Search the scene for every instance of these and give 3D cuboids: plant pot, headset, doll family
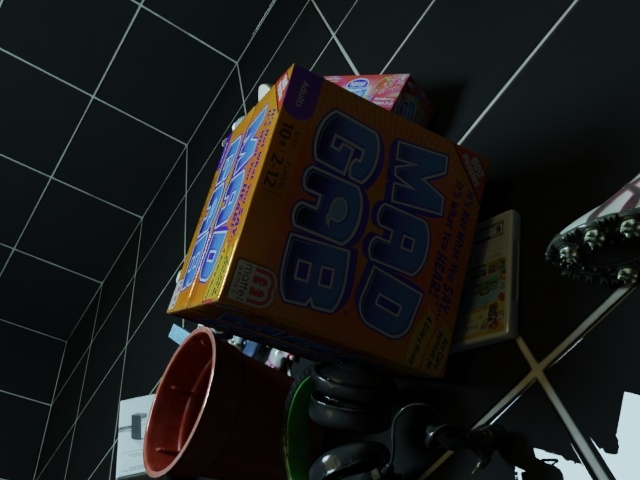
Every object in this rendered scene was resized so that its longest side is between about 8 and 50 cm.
[{"bbox_3d":[-0.148,0.334,1.193,0.272,0.265,0.273,-44,32,37],"label":"plant pot"},{"bbox_3d":[0.074,0.294,0.938,0.394,0.185,0.244,-31,56,55],"label":"headset"},{"bbox_3d":[-0.140,0.201,1.468,0.163,0.118,0.263,-60,26,7],"label":"doll family"}]

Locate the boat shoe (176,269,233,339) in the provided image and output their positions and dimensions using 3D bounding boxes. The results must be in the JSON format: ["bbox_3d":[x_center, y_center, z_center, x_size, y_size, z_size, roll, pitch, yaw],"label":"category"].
[{"bbox_3d":[-0.254,0.166,1.557,0.127,0.340,0.158,21,91,23],"label":"boat shoe"}]

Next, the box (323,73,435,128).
[{"bbox_3d":[0.096,-0.267,1.361,0.256,0.122,0.128,14,69,46],"label":"box"}]

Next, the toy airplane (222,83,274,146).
[{"bbox_3d":[-0.111,-0.098,1.464,0.384,0.272,0.386,111,147,-59],"label":"toy airplane"}]

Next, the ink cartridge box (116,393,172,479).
[{"bbox_3d":[-0.442,0.556,1.618,0.273,0.114,0.197,-116,21,-60],"label":"ink cartridge box"}]

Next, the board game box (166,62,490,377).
[{"bbox_3d":[0.000,0.000,1.059,0.356,0.356,0.357,-22,50,65],"label":"board game box"}]

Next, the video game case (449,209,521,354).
[{"bbox_3d":[0.220,0.078,1.013,0.227,0.026,0.207,-28,43,49],"label":"video game case"}]

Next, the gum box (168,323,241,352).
[{"bbox_3d":[-0.294,0.273,1.648,0.184,0.156,0.041,6,72,63],"label":"gum box"}]

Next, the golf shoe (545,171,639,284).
[{"bbox_3d":[0.393,-0.038,0.738,0.272,0.105,0.120,-31,25,39],"label":"golf shoe"}]
